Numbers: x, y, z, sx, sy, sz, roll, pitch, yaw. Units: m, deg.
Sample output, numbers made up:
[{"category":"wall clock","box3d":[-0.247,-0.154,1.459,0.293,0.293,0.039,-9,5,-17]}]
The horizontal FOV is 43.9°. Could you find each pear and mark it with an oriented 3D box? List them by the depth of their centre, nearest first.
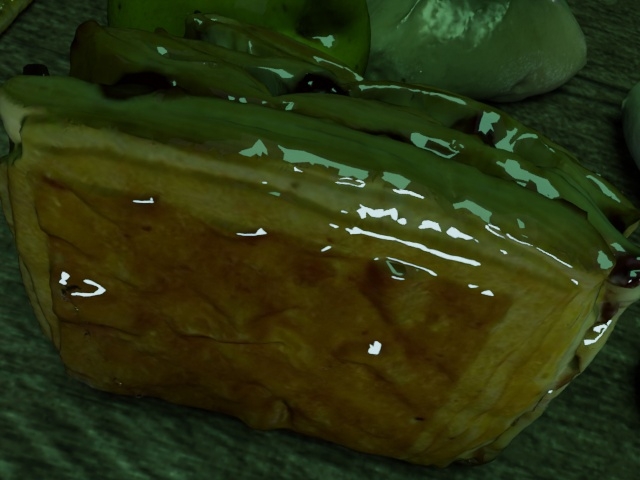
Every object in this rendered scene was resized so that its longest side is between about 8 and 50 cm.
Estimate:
[{"category":"pear","box3d":[-0.062,-0.147,0.578,0.198,0.198,0.198,6,60,-11]}]

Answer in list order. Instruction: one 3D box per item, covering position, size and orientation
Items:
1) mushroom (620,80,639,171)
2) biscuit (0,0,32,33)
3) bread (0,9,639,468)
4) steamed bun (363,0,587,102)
[{"category":"mushroom","box3d":[0.365,-0.001,0.664,0.122,0.095,0.351,7,52,-52]},{"category":"biscuit","box3d":[-0.290,-0.198,0.654,0.081,0.018,0.083,25,58,2]},{"category":"bread","box3d":[0.000,0.000,0.471,0.324,0.277,0.167,13,54,-3]},{"category":"steamed bun","box3d":[0.120,-0.207,0.710,0.231,0.110,0.212,39,60,12]}]
